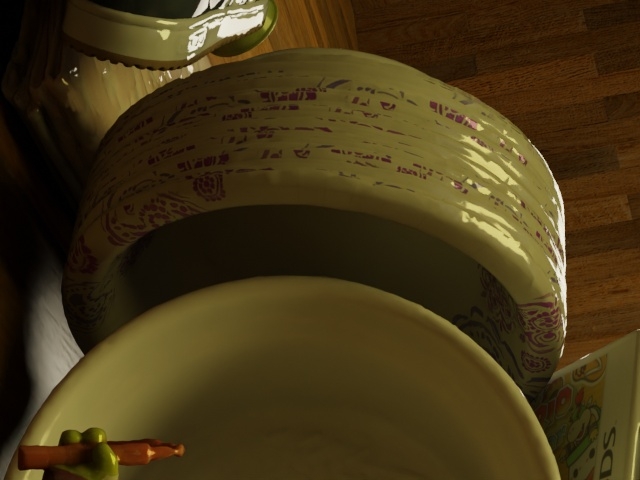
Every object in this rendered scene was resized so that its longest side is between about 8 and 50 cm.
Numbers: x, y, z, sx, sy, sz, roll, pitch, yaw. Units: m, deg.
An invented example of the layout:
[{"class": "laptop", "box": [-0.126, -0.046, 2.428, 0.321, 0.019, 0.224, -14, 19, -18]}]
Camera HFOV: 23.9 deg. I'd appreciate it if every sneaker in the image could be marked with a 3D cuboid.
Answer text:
[{"class": "sneaker", "box": [-0.076, -0.205, 0.924, 0.282, 0.099, 0.153, -66, 170, -70]}]

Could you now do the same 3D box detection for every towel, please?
[{"class": "towel", "box": [-0.137, -0.111, 1.069, 0.332, 0.053, 0.317, 70, 13, -50]}]

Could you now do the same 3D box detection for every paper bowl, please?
[{"class": "paper bowl", "box": [0.000, 0.000, 0.886, 0.284, 0.284, 0.148, 70, 21, -52]}]

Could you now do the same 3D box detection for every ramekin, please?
[{"class": "ramekin", "box": [-0.017, 0.168, 0.775, 0.135, 0.277, 0.277, 83, 1, -61]}]

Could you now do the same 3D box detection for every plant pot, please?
[{"class": "plant pot", "box": [-0.096, -0.239, 1.495, 0.079, 0.083, 0.083, 54, 24, -46]}]

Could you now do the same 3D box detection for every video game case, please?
[{"class": "video game case", "box": [0.117, 0.177, 0.859, 0.227, 0.026, 0.206, 137, -32, -60]}]

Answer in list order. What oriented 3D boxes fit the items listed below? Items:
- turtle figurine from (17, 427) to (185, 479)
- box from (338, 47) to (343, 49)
[{"class": "turtle figurine", "box": [-0.096, 0.120, 0.588, 0.217, 0.269, 0.087, 29, 87, -40]}, {"class": "box", "box": [-0.036, -0.061, 1.066, 0.137, 0.126, 0.072, -88, 163, -54]}]
